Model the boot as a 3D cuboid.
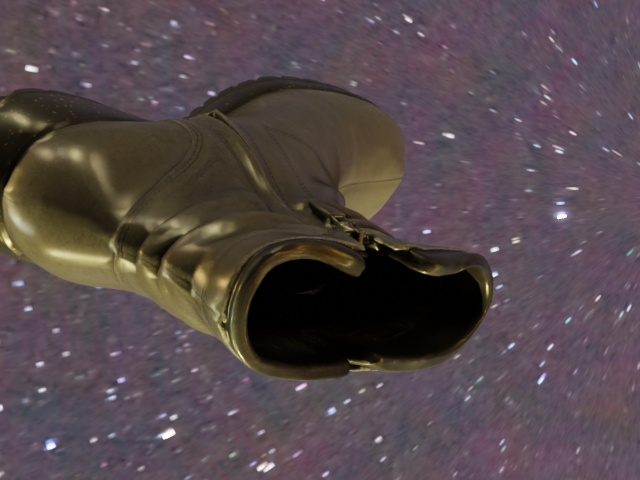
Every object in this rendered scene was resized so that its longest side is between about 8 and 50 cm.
[{"bbox_3d":[0.000,0.000,0.761,0.223,0.338,0.118,23,-68,32],"label":"boot"}]
